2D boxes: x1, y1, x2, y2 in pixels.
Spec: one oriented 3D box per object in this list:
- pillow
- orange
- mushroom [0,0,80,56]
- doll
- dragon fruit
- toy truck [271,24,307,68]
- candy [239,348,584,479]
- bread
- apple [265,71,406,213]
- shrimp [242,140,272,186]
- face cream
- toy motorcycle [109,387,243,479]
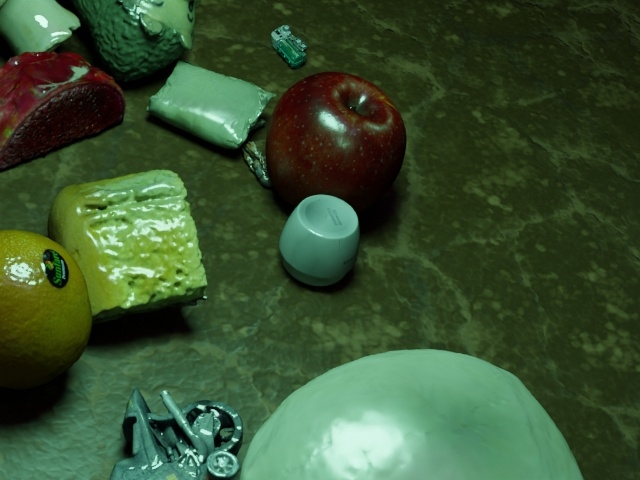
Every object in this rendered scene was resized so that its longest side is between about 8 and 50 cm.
[{"bbox_3d":[-0.182,-0.219,1.994,0.181,0.078,0.134,23,43,8],"label":"pillow"},{"bbox_3d":[-0.380,0.085,1.541,0.206,0.206,0.206,9,44,-9],"label":"orange"},{"bbox_3d":[-0.514,-0.412,1.964,0.290,0.297,0.297,35,39,-21],"label":"mushroom"},{"bbox_3d":[-0.309,-0.429,2.054,0.247,0.247,0.350,-1,55,-19],"label":"doll"},{"bbox_3d":[-0.412,-0.219,1.886,0.261,0.189,0.163,-25,88,-40],"label":"dragon fruit"},{"bbox_3d":[-0.056,-0.341,2.188,0.044,0.039,0.083,-28,60,-21],"label":"toy truck"},{"bbox_3d":[0.114,0.297,1.500,0.426,0.186,0.386,-4,51,-15],"label":"candy"},{"bbox_3d":[-0.277,-0.009,1.697,0.204,0.163,0.262,-15,37,-16],"label":"bread"},{"bbox_3d":[0.022,-0.146,1.887,0.218,0.201,0.218,15,37,-12],"label":"apple"},{"bbox_3d":[-0.097,-0.125,1.953,0.029,0.038,0.092,-18,54,-33],"label":"shrimp"},{"bbox_3d":[0.000,0.000,1.810,0.117,0.104,0.117,8,44,-8],"label":"face cream"},{"bbox_3d":[-0.188,0.300,1.450,0.173,0.108,0.307,9,41,-1],"label":"toy motorcycle"}]
